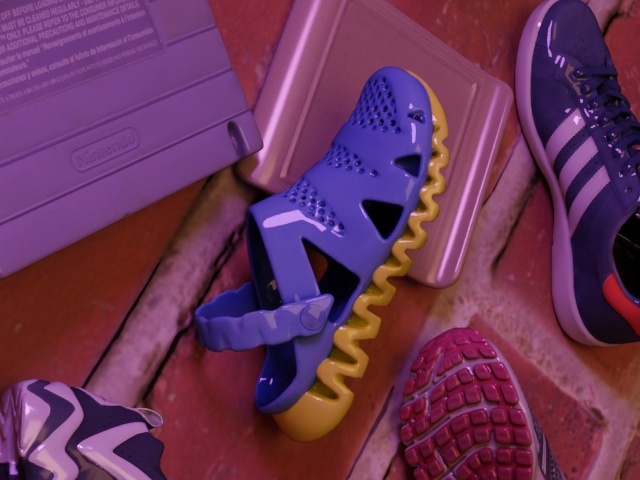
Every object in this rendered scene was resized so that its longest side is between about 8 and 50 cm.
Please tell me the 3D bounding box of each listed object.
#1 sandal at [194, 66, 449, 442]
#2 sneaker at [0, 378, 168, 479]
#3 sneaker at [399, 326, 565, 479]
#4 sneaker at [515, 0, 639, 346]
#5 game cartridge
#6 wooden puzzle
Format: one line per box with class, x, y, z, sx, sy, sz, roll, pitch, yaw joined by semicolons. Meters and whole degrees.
sandal;0.000;0.000;1.254;0.138;0.126;0.317;25;84;-21
sneaker;-0.164;0.224;1.138;0.153;0.094;0.234;8;69;-28
sneaker;0.162;0.219;1.390;0.112;0.121;0.299;-33;105;-65
sneaker;0.293;-0.074;1.493;0.131;0.148;0.350;-12;91;-38
game cartridge;-0.199;-0.117;1.142;0.355;0.068;0.230;-31;98;-51
wooden puzzle;0.051;-0.099;1.384;0.239;0.044;0.221;28;68;-26
